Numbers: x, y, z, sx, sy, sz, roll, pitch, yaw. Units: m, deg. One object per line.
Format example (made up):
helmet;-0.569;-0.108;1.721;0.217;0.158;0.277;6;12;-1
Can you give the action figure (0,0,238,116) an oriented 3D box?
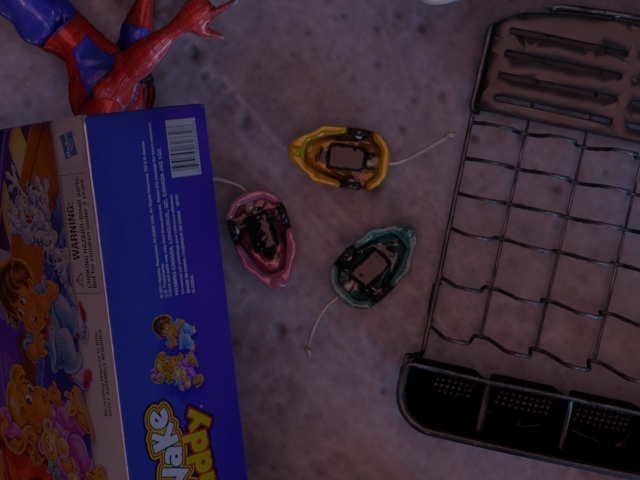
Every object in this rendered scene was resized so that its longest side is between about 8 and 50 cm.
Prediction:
action figure;-0.146;-0.164;0.933;0.139;0.091;0.280;-41;92;16

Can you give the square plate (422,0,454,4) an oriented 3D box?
square plate;0.164;-0.335;0.825;0.347;0.049;0.344;-18;94;-1

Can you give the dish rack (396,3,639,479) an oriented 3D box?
dish rack;0.169;-0.002;0.948;0.208;0.074;0.272;12;94;0

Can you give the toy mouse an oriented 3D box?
toy mouse;0.000;0.000;0.973;0.161;0.031;0.143;3;94;2

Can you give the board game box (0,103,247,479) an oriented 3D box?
board game box;-0.143;0.108;0.890;0.078;0.233;0.347;-10;94;-41
